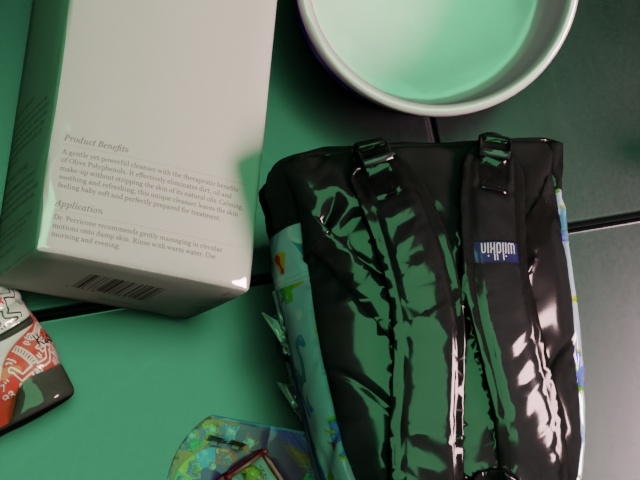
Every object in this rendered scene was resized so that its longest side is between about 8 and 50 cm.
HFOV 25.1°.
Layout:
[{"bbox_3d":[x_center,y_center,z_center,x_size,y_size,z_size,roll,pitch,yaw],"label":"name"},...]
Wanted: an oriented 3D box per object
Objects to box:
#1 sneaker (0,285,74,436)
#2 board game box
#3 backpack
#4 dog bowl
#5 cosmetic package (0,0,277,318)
[{"bbox_3d":[-0.363,0.130,1.237,0.270,0.090,0.145,-26,84,-18],"label":"sneaker"},{"bbox_3d":[-0.055,0.232,1.303,0.168,0.033,0.133,12,77,-8],"label":"board game box"},{"bbox_3d":[0.099,0.114,1.262,0.290,0.273,0.356,-7,66,-20],"label":"backpack"},{"bbox_3d":[0.105,-0.249,1.360,0.264,0.104,0.265,0,95,-4],"label":"dog bowl"},{"bbox_3d":[-0.157,-0.133,1.265,0.197,0.155,0.366,13,71,-24],"label":"cosmetic package"}]
